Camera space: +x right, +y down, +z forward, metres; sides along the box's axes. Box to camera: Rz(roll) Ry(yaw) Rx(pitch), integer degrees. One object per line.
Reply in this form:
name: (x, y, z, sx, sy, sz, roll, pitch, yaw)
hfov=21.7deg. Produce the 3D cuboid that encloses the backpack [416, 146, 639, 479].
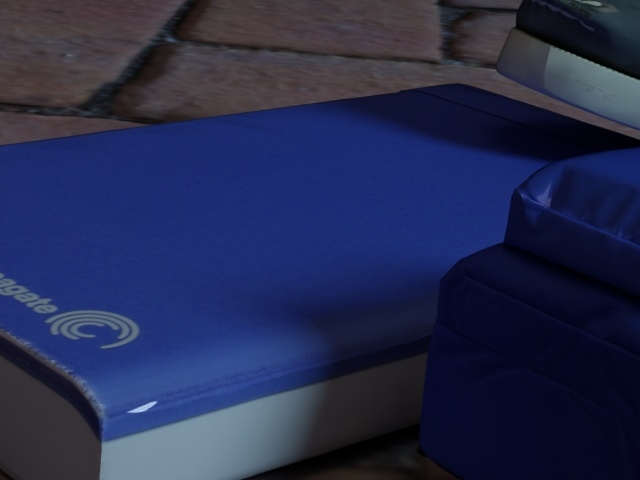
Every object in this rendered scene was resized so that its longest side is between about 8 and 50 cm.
backpack: (0.103, 0.026, 0.438, 0.120, 0.101, 0.098, -7, 28, -40)

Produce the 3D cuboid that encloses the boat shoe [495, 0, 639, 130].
boat shoe: (0.231, -0.058, 0.632, 0.320, 0.099, 0.116, 17, 9, -1)

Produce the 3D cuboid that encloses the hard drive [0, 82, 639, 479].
hard drive: (0.000, 0.000, 0.577, 0.319, 0.040, 0.210, -12, 25, -39)
